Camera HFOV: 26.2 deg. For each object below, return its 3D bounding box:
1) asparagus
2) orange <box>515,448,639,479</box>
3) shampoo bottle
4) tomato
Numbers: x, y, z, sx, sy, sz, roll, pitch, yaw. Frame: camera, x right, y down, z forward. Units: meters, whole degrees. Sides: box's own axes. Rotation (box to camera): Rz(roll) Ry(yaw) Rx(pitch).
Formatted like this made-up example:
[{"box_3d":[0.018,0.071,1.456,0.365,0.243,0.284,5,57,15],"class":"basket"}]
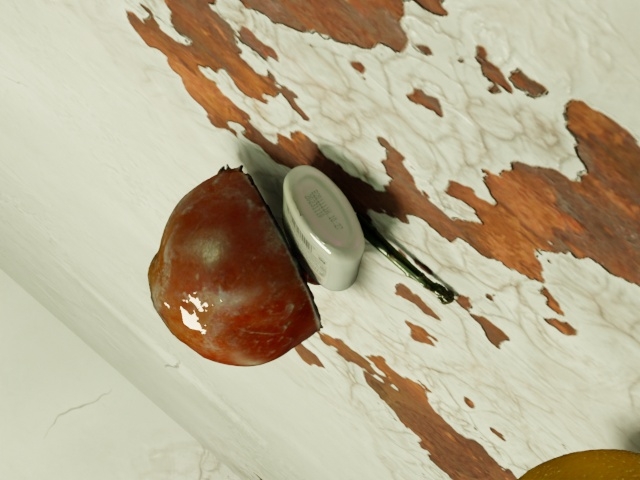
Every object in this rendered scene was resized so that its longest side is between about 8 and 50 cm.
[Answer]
[{"box_3d":[0.079,0.019,1.325,0.127,0.018,0.015,41,-174,2],"class":"asparagus"},{"box_3d":[0.269,0.323,1.258,0.274,0.274,0.274,36,160,15],"class":"orange"},{"box_3d":[0.000,0.000,1.358,0.108,0.051,0.221,54,170,11],"class":"shampoo bottle"},{"box_3d":[-0.099,0.042,1.433,0.181,0.155,0.214,54,170,36],"class":"tomato"}]
